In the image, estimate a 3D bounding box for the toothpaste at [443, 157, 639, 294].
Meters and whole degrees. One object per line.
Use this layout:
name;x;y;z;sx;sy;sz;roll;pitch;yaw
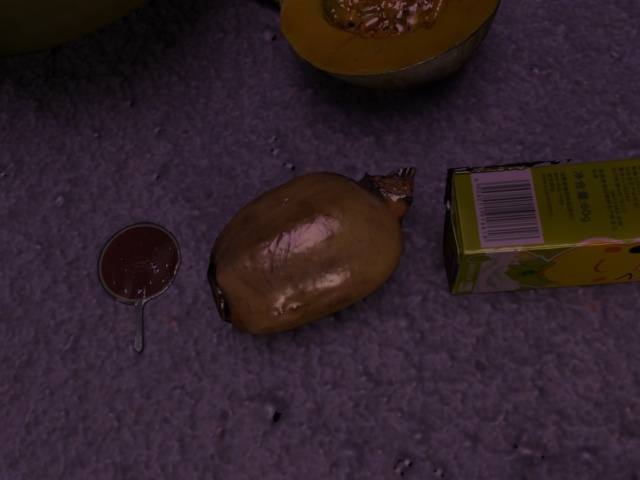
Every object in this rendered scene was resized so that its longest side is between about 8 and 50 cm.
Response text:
toothpaste;0.266;-0.016;0.583;0.327;0.110;0.077;-4;66;4

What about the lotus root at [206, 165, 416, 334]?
lotus root;0.000;0.000;0.605;0.221;0.118;0.125;-30;85;-3

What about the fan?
fan;-0.175;0.043;0.664;0.085;0.005;0.133;-9;66;2

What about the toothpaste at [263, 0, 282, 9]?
toothpaste;-0.076;-0.294;0.778;0.204;0.031;0.049;27;77;14

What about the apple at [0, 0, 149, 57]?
apple;-0.296;-0.395;0.626;0.474;0.473;0.473;-2;68;5

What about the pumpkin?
pumpkin;0.076;-0.214;0.697;0.217;0.110;0.217;-8;59;13
